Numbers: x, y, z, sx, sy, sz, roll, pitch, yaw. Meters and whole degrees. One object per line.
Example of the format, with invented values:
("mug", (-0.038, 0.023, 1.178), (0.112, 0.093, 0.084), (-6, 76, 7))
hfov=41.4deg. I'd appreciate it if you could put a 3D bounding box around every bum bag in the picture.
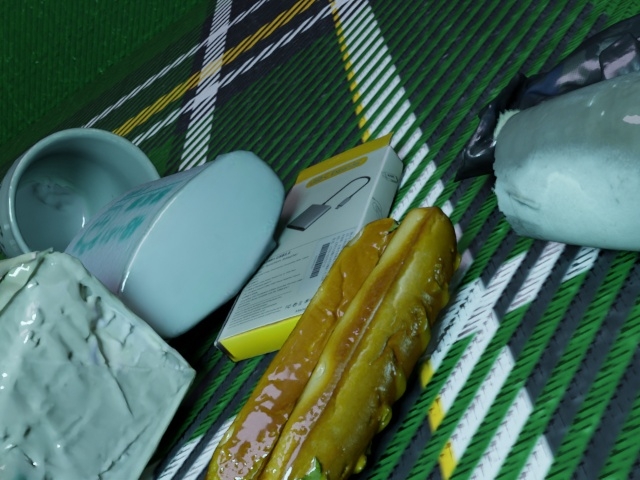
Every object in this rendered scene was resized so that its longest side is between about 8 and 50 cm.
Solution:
("bum bag", (0.232, -0.130, 0.637), (0.310, 0.074, 0.137), (-29, 4, 9))

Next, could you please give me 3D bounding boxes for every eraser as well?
("eraser", (-0.167, 0.009, 0.861), (0.189, 0.104, 0.290), (-57, 23, -20))

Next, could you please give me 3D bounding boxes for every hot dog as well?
("hot dog", (0.014, 0.083, 0.573), (0.115, 0.072, 0.269), (-5, 42, 48))

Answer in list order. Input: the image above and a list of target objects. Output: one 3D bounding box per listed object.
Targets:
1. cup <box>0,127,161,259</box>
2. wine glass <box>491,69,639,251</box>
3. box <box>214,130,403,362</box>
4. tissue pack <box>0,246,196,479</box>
("cup", (-0.330, 0.006, 1.065), (0.234, 0.186, 0.258), (-11, 64, 58))
("wine glass", (0.206, -0.048, 0.493), (0.204, 0.111, 0.111), (-6, 40, 47))
("box", (0.000, 0.000, 0.773), (0.129, 0.033, 0.247), (-20, 31, 35))
("tissue pack", (-0.332, 0.180, 0.705), (0.380, 0.207, 0.297), (-10, 39, 45))
